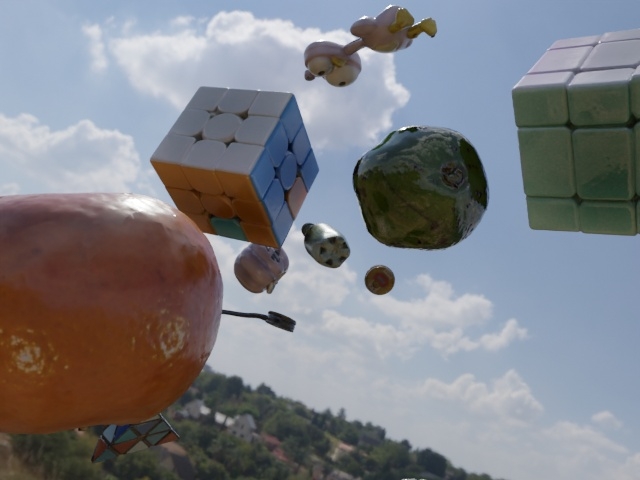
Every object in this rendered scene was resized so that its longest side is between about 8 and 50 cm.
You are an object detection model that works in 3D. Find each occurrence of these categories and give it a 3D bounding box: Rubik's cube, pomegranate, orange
[{"bbox_3d":[0.594,-0.219,1.253,0.316,0.319,0.321,2,-58,36],"label":"Rubik's cube"},{"bbox_3d":[-0.508,0.541,1.893,0.250,0.284,0.234,28,-39,-17],"label":"Rubik's cube"},{"bbox_3d":[0.177,-0.093,1.180,0.254,0.254,0.270,29,-14,-22],"label":"pomegranate"},{"bbox_3d":[-0.347,0.098,0.869,0.424,0.326,0.424,-5,3,0],"label":"orange"},{"bbox_3d":[-0.207,-0.193,1.639,0.291,0.290,0.291,10,-33,22],"label":"Rubik's cube"}]

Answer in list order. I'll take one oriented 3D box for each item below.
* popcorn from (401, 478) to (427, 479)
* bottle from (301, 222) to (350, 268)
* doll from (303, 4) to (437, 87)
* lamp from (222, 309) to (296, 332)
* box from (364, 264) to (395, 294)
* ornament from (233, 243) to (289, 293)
[{"bbox_3d":[0.225,0.689,1.498,0.217,0.235,0.181,16,-41,-20],"label":"popcorn"},{"bbox_3d":[0.000,0.000,1.432,0.083,0.083,0.270,27,3,-15],"label":"bottle"},{"bbox_3d":[0.086,-0.433,1.421,0.160,0.094,0.365,1,-11,-40],"label":"doll"},{"bbox_3d":[-0.237,0.188,1.415,0.372,0.108,0.130,13,-18,13],"label":"lamp"},{"bbox_3d":[0.203,0.135,2.169,0.106,0.105,0.037,25,11,-5],"label":"box"},{"bbox_3d":[-0.182,0.086,2.001,0.178,0.177,0.177,22,-14,6],"label":"ornament"}]
